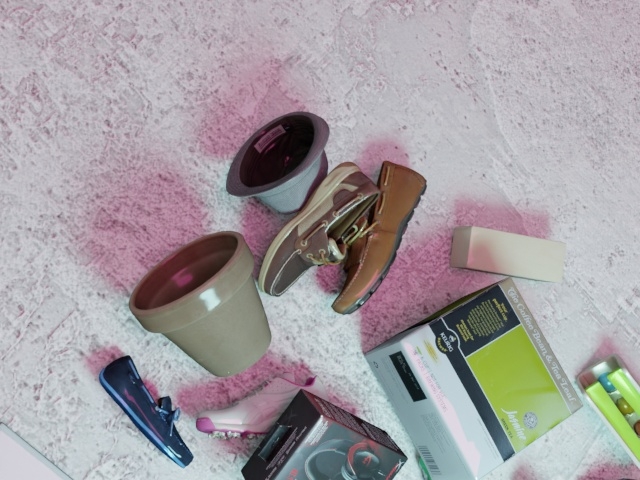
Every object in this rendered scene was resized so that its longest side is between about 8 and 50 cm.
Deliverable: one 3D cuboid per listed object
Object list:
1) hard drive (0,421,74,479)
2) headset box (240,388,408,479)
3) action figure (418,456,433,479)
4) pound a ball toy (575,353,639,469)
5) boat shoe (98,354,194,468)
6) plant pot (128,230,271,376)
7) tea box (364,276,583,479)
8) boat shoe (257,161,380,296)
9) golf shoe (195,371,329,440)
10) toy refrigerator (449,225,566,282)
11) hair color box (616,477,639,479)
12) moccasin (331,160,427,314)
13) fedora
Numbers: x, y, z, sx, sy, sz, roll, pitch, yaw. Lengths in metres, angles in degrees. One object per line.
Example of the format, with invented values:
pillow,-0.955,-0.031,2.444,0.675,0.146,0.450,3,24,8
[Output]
hard drive,-0.559,0.523,1.556,0.307,0.040,0.203,44,70,-11
headset box,-0.001,0.452,1.668,0.293,0.110,0.218,34,94,-33
action figure,0.285,0.555,1.872,0.137,0.063,0.232,-23,85,-21
pound a ball toy,0.818,0.422,2.042,0.208,0.136,0.319,-37,99,14
boat shoe,-0.331,0.340,1.636,0.089,0.109,0.258,-42,101,-25
plant pot,-0.214,0.143,1.654,0.263,0.263,0.229,-41,116,-21
tea box,0.335,0.308,1.816,0.324,0.220,0.329,-25,84,-23
boat shoe,0.000,0.000,1.729,0.123,0.123,0.342,43,100,25
golf shoe,-0.118,0.350,1.725,0.306,0.115,0.140,4,73,-29
toy refrigerator,0.455,0.035,1.995,0.270,0.094,0.102,9,87,-20
hair color box,0.745,0.782,1.974,0.185,0.114,0.374,2,82,-38
moccasin,0.109,-0.010,1.842,0.147,0.139,0.380,26,77,-2
fedora,-0.070,-0.150,1.756,0.124,0.244,0.275,55,27,-36
